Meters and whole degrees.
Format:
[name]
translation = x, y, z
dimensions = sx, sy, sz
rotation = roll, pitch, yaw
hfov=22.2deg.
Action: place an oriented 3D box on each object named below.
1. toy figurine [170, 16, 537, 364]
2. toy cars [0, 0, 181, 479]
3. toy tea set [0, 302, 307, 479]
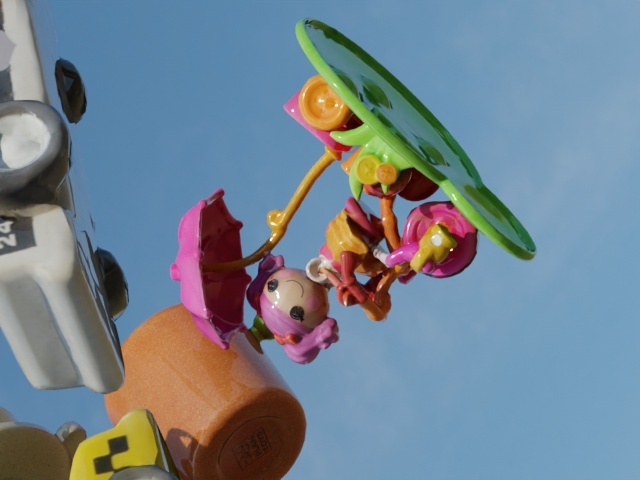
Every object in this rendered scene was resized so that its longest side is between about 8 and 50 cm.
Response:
[toy figurine]
translation = 0.000, 0.000, 0.853
dimensions = 0.159, 0.173, 0.130
rotation = -46, -16, 15
[toy cars]
translation = -0.100, 0.065, 0.584
dimensions = 0.176, 0.087, 0.394
rotation = -128, 24, -82
[toy tea set]
translation = -0.156, 0.140, 0.890
dimensions = 0.336, 0.124, 0.200
rotation = -6, -59, -36
